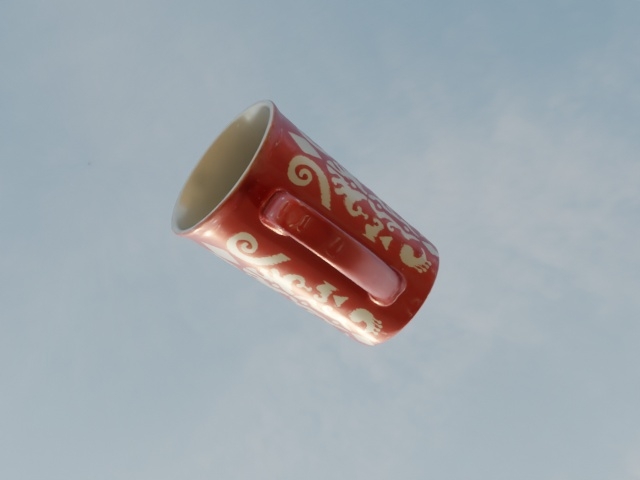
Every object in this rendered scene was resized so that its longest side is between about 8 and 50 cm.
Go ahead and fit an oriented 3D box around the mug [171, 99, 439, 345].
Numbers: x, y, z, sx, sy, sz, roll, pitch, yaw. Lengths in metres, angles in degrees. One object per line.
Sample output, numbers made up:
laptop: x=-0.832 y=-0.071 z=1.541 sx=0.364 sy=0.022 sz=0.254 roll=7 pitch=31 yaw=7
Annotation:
mug: x=-0.007 y=0.005 z=0.954 sx=0.169 sy=0.150 sz=0.113 roll=36 pitch=-63 yaw=-22
